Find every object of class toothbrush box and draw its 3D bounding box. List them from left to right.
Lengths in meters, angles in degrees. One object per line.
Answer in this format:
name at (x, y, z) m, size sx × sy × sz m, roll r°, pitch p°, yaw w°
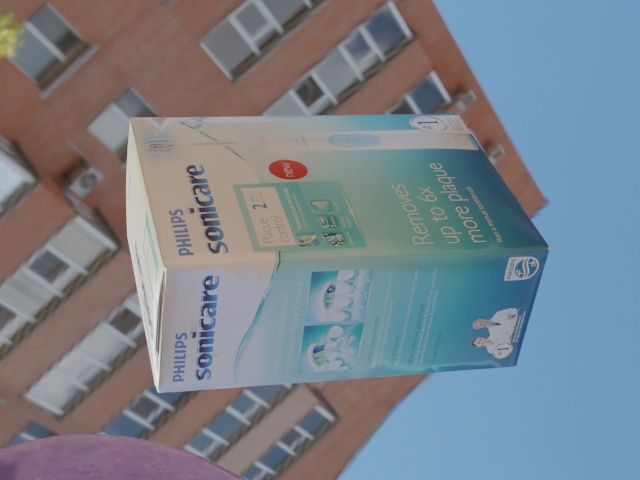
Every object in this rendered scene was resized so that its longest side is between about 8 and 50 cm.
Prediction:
toothbrush box at (0.000, 0.000, 0.922) m, size 0.295 × 0.126 × 0.216 m, roll -3°, pitch -145°, yaw -14°

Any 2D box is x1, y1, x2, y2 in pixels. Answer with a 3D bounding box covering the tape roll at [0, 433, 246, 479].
tape roll at (-0.080, 0.164, 0.372) m, size 0.189 × 0.080 × 0.189 m, roll 8°, pitch -115°, yaw -18°
